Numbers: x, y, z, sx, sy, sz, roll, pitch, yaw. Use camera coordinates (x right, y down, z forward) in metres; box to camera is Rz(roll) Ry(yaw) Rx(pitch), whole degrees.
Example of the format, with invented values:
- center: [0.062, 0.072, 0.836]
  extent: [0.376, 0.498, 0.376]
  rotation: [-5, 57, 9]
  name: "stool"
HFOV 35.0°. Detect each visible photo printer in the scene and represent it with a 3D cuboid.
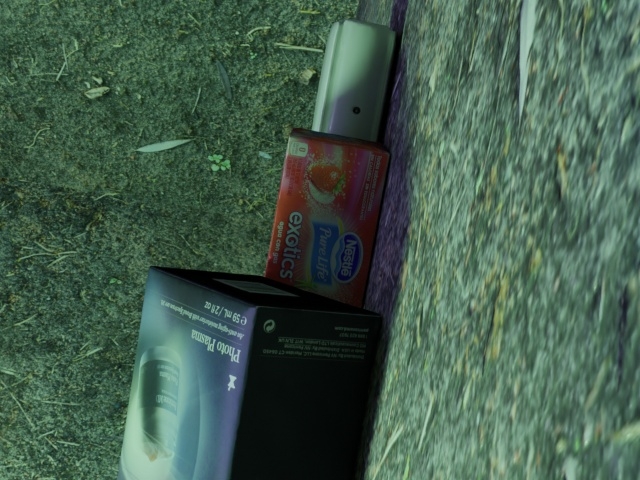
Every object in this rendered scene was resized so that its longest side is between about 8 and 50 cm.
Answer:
- center: [0.042, -0.192, 1.628]
  extent: [0.256, 0.107, 0.307]
  rotation: [-93, 12, -80]
  name: "photo printer"

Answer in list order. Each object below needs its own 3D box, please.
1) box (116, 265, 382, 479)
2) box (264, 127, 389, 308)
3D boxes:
- center: [-0.099, 0.201, 1.236]
  extent: [0.296, 0.183, 0.294]
  rotation: [12, 95, 57]
  name: "box"
- center: [0.000, 0.000, 1.457]
  extent: [0.154, 0.142, 0.300]
  rotation: [-95, 15, -80]
  name: "box"
